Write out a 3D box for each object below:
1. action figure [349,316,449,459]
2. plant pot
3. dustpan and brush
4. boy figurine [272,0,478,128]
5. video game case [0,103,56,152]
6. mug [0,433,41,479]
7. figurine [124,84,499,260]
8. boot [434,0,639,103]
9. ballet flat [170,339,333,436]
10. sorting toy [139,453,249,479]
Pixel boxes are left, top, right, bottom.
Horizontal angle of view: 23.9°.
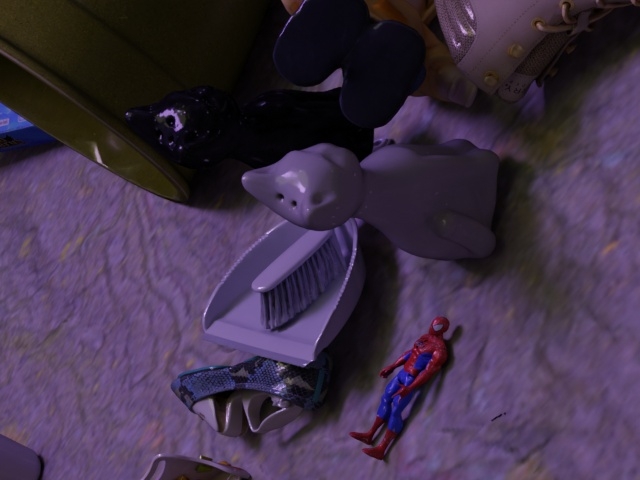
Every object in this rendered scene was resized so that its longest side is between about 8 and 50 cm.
[{"bbox_3d":[0.061,0.105,1.110,0.115,0.030,0.038,-57,29,9],"label":"action figure"},{"bbox_3d":[-0.186,-0.281,1.458,0.353,0.366,0.366,-57,32,-7],"label":"plant pot"},{"bbox_3d":[0.000,0.000,1.224,0.147,0.060,0.211,10,47,49],"label":"dustpan and brush"},{"bbox_3d":[0.049,-0.164,1.180,0.092,0.177,0.285,-57,0,22],"label":"boy figurine"},{"bbox_3d":[-0.360,-0.235,1.825,0.270,0.061,0.244,-7,71,42],"label":"video game case"},{"bbox_3d":[-0.323,0.234,1.535,0.078,0.064,0.062,-49,37,24],"label":"mug"},{"bbox_3d":[-0.003,-0.052,1.091,0.215,0.209,0.092,28,107,41],"label":"figurine"},{"bbox_3d":[0.189,-0.162,1.039,0.262,0.095,0.203,54,133,28],"label":"boot"},{"bbox_3d":[-0.062,0.129,1.238,0.188,0.070,0.070,-22,52,49],"label":"ballet flat"},{"bbox_3d":[-0.115,0.204,1.249,0.083,0.075,0.045,-55,34,14],"label":"sorting toy"}]
